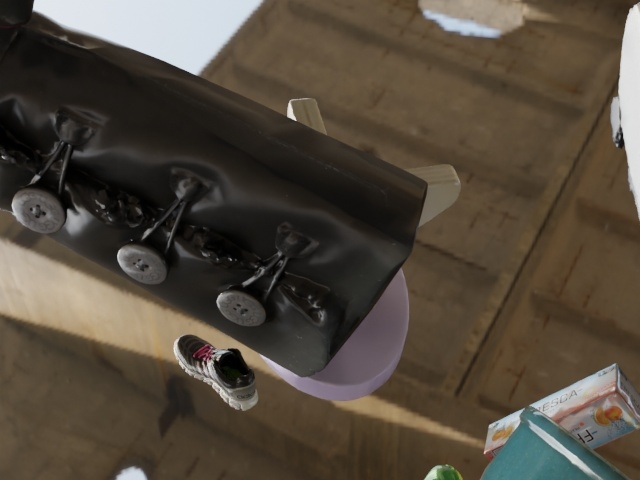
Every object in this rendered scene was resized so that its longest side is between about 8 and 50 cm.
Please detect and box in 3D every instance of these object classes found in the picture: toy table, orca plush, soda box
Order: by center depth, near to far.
[{"bbox_3d":[0.355,-0.086,1.027,0.102,0.151,0.287,-2,-113,-8],"label":"orca plush"},{"bbox_3d":[0.000,0.000,1.064,0.252,0.161,0.274,-16,-127,-20],"label":"toy table"},{"bbox_3d":[0.282,0.217,1.278,0.183,0.058,0.063,-32,-166,27],"label":"soda box"}]

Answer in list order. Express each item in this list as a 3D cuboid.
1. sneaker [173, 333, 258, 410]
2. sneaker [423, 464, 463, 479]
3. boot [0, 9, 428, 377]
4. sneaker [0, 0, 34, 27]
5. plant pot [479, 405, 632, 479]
[{"bbox_3d":[-0.160,0.189,1.709,0.170,0.074,0.063,37,-134,26],"label":"sneaker"},{"bbox_3d":[0.095,0.424,1.492,0.295,0.123,0.109,-51,-162,-15],"label":"sneaker"},{"bbox_3d":[-0.188,-0.019,0.864,0.445,0.367,0.146,23,-124,-15],"label":"boot"},{"bbox_3d":[-0.166,-0.224,0.617,0.106,0.162,0.281,30,-120,18],"label":"sneaker"},{"bbox_3d":[0.139,0.277,0.607,0.272,0.271,0.255,39,-93,31],"label":"plant pot"}]
